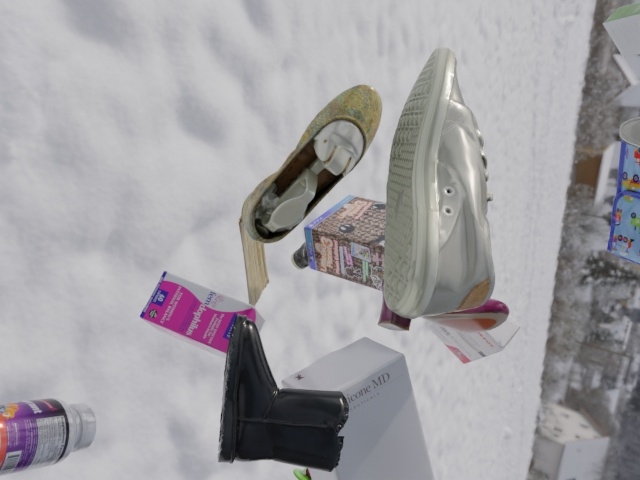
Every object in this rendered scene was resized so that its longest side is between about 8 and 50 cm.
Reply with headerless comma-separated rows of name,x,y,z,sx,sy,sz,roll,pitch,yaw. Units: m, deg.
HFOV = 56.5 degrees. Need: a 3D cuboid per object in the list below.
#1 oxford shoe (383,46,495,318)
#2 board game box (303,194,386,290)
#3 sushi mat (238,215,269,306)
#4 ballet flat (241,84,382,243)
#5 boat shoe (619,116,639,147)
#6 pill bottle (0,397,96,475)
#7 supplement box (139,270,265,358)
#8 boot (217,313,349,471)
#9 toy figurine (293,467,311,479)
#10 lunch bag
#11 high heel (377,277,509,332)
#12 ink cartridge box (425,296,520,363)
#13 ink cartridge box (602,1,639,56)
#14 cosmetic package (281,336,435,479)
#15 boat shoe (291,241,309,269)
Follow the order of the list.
oxford shoe,0.172,-0.088,0.832,0.169,0.129,0.450,113,-13,-55
board game box,0.141,0.002,1.686,0.232,0.290,0.141,-38,131,-42
sushi mat,-0.185,0.035,1.674,0.151,0.019,0.317,-65,159,-50
ballet flat,-0.010,-0.123,1.062,0.348,0.123,0.123,-45,153,14
boat shoe,0.424,-0.120,0.715,0.038,0.125,0.046,58,38,-69
pill bottle,-0.466,0.312,0.958,0.193,0.108,0.108,14,90,-58
supplement box,-0.243,0.163,1.246,0.114,0.219,0.111,74,37,-66
boot,-0.059,0.254,0.998,0.094,0.207,0.247,126,-32,-66
toy figurine,0.037,0.522,1.444,0.173,0.130,0.159,34,86,-37
lunch bag,0.693,-0.061,1.163,0.138,0.221,0.294,1,104,-26
high heel,0.260,0.101,1.302,0.127,0.377,0.182,27,69,-32
ink cartridge box,0.431,0.243,1.706,0.100,0.172,0.237,-42,174,-24
ink cartridge box,0.790,-0.510,1.412,0.062,0.209,0.109,-44,108,-6
cosmetic package,0.102,0.472,1.297,0.229,0.161,0.454,-23,106,-25
boat shoe,0.000,0.000,1.877,0.084,0.079,0.233,45,52,-6
